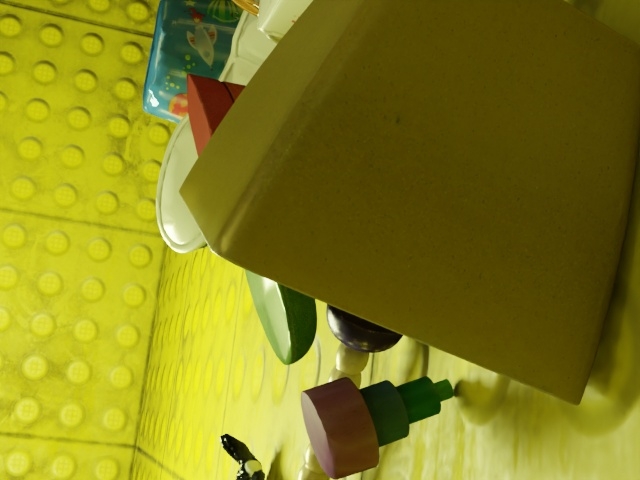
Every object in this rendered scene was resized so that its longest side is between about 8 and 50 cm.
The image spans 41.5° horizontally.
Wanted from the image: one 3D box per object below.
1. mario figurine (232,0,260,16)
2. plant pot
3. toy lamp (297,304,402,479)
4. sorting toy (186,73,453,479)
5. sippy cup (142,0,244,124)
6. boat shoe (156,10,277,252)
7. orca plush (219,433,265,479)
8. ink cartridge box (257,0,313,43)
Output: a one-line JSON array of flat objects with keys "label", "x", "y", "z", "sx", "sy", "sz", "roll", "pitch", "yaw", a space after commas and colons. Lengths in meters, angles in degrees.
[{"label": "mario figurine", "x": 0.017, "y": -0.335, "z": 0.663, "sx": 0.321, "sy": 0.170, "sz": 0.198, "roll": -57, "pitch": -20, "yaw": 2}, {"label": "plant pot", "x": 0.060, "y": -0.056, "z": 0.497, "sx": 0.187, "sy": 0.212, "sz": 0.212, "roll": -64, "pitch": 17, "yaw": 5}, {"label": "toy lamp", "x": 0.004, "y": 0.183, "z": 0.749, "sx": 0.080, "sy": 0.080, "sz": 0.275, "roll": -116, "pitch": 42, "yaw": -64}, {"label": "sorting toy", "x": 0.000, "y": 0.000, "z": 0.673, "sx": 0.127, "sy": 0.126, "sz": 0.366, "roll": 97, "pitch": 153, "yaw": -55}, {"label": "sippy cup", "x": -0.122, "y": -0.236, "z": 1.161, "sx": 0.240, "sy": 0.224, "sz": 0.306, "roll": 136, "pitch": 141, "yaw": -64}, {"label": "boat shoe", "x": -0.059, "y": -0.121, "z": 0.841, "sx": 0.116, "sy": 0.099, "sz": 0.320, "roll": 40, "pitch": 112, "yaw": 29}, {"label": "orca plush", "x": -0.102, "y": 0.310, "z": 0.918, "sx": 0.287, "sy": 0.102, "sz": 0.151, "roll": -112, "pitch": 15, "yaw": -61}, {"label": "ink cartridge box", "x": 0.068, "y": -0.208, "z": 0.572, "sx": 0.218, "sy": 0.158, "sz": 0.092, "roll": 138, "pitch": 140, "yaw": -58}]
